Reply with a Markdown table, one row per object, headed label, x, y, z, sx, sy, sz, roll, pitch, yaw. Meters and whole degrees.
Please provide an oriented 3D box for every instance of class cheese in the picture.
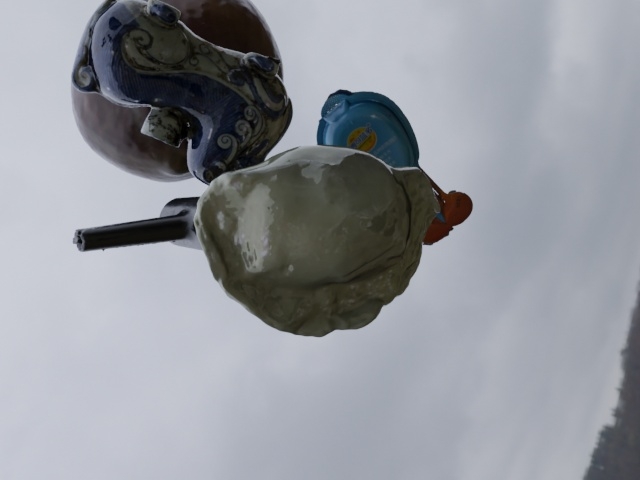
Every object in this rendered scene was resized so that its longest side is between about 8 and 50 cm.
| label | x | y | z | sx | sy | sz | roll | pitch | yaw |
| --- | --- | --- | --- | --- | --- | --- | --- | --- | --- |
| cheese | 0.089 | -0.086 | 0.952 | 0.256 | 0.106 | 0.037 | 42 | -160 | -31 |

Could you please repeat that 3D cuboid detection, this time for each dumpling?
| label | x | y | z | sx | sy | sz | roll | pitch | yaw |
| --- | --- | --- | --- | --- | --- | --- | --- | --- | --- |
| dumpling | 0.000 | 0.000 | 0.796 | 0.258 | 0.147 | 0.193 | 3 | -85 | -22 |

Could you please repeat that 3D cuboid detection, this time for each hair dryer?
| label | x | y | z | sx | sy | sz | roll | pitch | yaw |
| --- | --- | --- | --- | --- | --- | --- | --- | --- | --- |
| hair dryer | -0.249 | -0.019 | 1.210 | 0.251 | 0.197 | 0.089 | -8 | -82 | -31 |

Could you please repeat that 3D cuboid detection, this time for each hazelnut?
| label | x | y | z | sx | sy | sz | roll | pitch | yaw |
| --- | --- | --- | --- | --- | --- | --- | --- | --- | --- |
| hazelnut | -0.272 | -0.297 | 1.526 | 0.421 | 0.421 | 0.352 | -53 | -28 | -37 |

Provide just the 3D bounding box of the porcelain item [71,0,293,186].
| label | x | y | z | sx | sy | sz | roll | pitch | yaw |
| --- | --- | --- | --- | --- | --- | --- | --- | --- | --- |
| porcelain item | -0.180 | -0.188 | 1.040 | 0.288 | 0.138 | 0.186 | 24 | -91 | -22 |
